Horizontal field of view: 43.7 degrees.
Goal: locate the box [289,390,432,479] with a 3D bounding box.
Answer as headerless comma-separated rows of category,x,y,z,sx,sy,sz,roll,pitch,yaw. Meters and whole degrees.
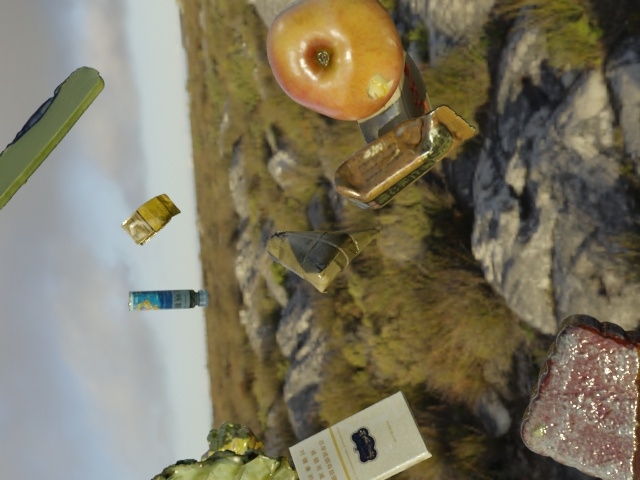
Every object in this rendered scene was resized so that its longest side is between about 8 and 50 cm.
box,0.048,0.268,1.013,0.024,0.167,0.090,52,-168,-54

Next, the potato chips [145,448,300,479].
potato chips,-0.178,0.431,1.199,0.429,0.358,0.070,-54,38,31

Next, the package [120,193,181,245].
package,-0.411,-0.053,1.931,0.071,0.131,0.047,51,-179,8

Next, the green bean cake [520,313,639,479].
green bean cake,0.426,0.240,1.216,0.097,0.198,0.232,-30,-46,-69

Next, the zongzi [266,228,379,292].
zongzi,0.000,0.000,1.556,0.160,0.176,0.078,32,151,24

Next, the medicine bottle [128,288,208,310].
medicine bottle,-0.372,0.144,1.947,0.051,0.191,0.051,178,90,-71

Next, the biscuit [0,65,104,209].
biscuit,-0.518,-0.191,1.479,0.099,0.322,0.038,34,172,38

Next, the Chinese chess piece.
Chinese chess piece,0.160,-0.269,1.668,0.273,0.102,0.273,43,-142,-48

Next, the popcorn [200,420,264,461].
popcorn,-0.180,0.446,1.648,0.126,0.126,0.145,-51,-45,-70

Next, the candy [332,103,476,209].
candy,0.150,-0.153,1.467,0.143,0.271,0.101,26,-143,-57

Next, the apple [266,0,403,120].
apple,0.026,-0.324,1.403,0.241,0.242,0.242,-35,-56,-68
